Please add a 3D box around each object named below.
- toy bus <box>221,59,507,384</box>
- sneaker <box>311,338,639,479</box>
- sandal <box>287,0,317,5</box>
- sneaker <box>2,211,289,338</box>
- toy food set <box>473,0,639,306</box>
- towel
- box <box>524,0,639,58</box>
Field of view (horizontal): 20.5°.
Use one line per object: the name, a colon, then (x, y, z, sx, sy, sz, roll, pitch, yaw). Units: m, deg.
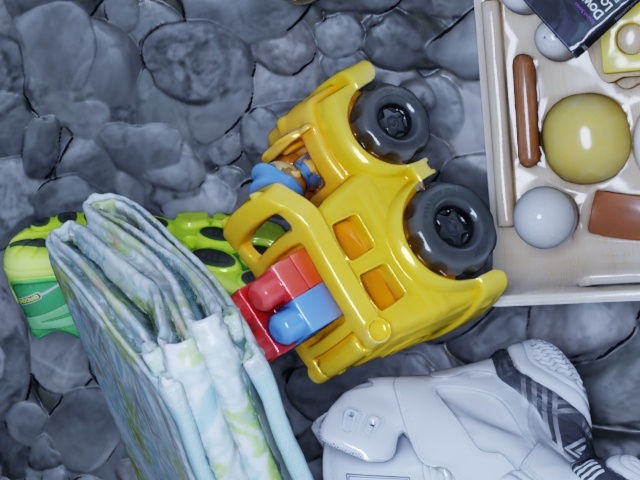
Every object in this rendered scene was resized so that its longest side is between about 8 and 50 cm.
toy bus: (0.000, 0.000, 1.368, 0.220, 0.211, 0.149, 60, 148, 6)
sneaker: (0.116, 0.201, 1.273, 0.210, 0.366, 0.137, -9, 116, -7)
sandal: (0.045, -0.271, 1.432, 0.219, 0.060, 0.090, -44, 75, 30)
sneaker: (-0.119, 0.046, 1.497, 0.295, 0.109, 0.123, 6, 124, 13)
toy food set: (0.223, -0.106, 1.365, 0.220, 0.092, 0.306, -3, 93, 18)
towel: (-0.077, 0.167, 1.329, 0.090, 0.320, 0.374, -25, 117, -14)
box: (0.213, -0.233, 1.326, 0.162, 0.029, 0.116, -43, 75, 12)
